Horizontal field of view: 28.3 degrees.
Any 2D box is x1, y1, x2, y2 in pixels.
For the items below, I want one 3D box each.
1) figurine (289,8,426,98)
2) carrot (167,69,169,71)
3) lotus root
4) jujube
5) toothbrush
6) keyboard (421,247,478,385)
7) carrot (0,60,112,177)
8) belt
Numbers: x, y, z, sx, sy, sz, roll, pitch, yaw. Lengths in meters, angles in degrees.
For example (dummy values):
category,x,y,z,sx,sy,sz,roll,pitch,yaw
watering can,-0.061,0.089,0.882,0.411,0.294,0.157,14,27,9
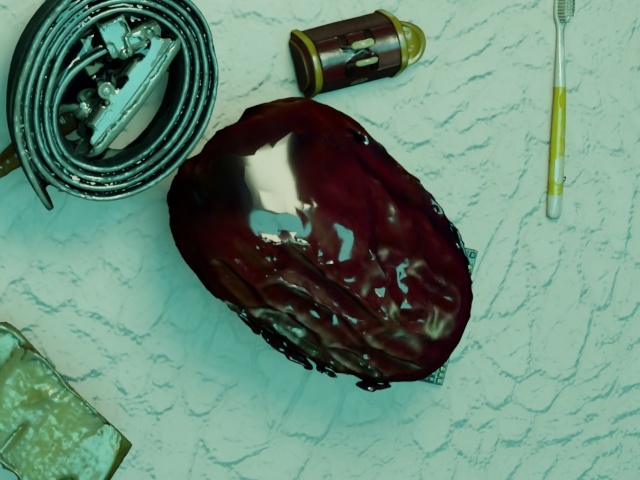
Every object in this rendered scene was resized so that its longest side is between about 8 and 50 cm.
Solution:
category,x,y,z,sx,sy,sz,roll,pitch,yaw
figurine,0.050,-0.219,1.458,0.154,0.098,0.082,-16,99,-11
carrot,-0.241,-0.287,1.377,0.078,0.078,0.298,-37,111,-8
lotus root,-0.320,0.192,1.390,0.119,0.138,0.235,-46,108,-11
jujube,0.000,0.000,1.411,0.377,0.258,0.258,43,85,-28
toothbrush,0.299,-0.169,1.578,0.021,0.024,0.288,-2,99,-18
keyboard,0.149,0.092,1.580,0.055,0.014,0.176,14,94,-15
carrot,-0.291,-0.128,1.399,0.216,0.048,0.048,-36,107,-4
belt,-0.222,-0.150,1.326,0.206,0.116,0.267,25,92,-23
